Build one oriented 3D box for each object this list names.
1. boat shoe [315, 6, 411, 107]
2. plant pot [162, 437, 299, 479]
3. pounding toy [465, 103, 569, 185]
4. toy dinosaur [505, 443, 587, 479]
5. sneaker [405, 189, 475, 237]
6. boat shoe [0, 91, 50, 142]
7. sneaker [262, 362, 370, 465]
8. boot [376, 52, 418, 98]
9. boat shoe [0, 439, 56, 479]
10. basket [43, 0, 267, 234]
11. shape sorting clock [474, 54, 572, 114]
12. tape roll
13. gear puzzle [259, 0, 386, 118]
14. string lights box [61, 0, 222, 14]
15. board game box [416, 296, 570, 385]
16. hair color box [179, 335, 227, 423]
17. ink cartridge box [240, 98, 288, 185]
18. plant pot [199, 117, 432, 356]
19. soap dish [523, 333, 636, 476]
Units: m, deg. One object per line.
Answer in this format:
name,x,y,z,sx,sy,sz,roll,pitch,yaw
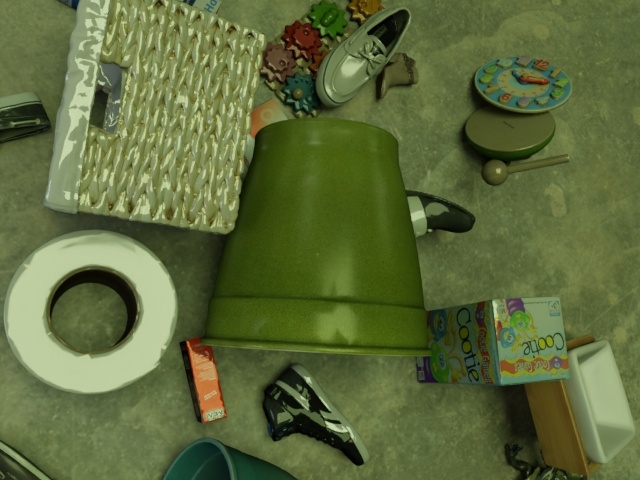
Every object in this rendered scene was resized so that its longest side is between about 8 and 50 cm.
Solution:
boat shoe,0.092,-0.367,1.351,0.267,0.088,0.096,-49,111,-26
plant pot,-0.101,0.472,1.064,0.255,0.272,0.271,25,71,-29
pounding toy,0.407,-0.187,1.451,0.183,0.110,0.236,-9,43,6
toy dinosaur,0.430,0.460,1.367,0.268,0.064,0.118,-9,90,-19
sneaker,0.131,-0.029,1.322,0.331,0.122,0.146,10,82,-6
boat shoe,-0.552,-0.177,1.110,0.219,0.078,0.070,-26,88,-25
sneaker,-0.021,0.337,1.216,0.121,0.079,0.216,-37,86,-20
boot,0.163,-0.341,1.432,0.087,0.042,0.118,10,75,-19
boat shoe,-0.449,0.372,1.037,0.228,0.081,0.068,41,65,-12
basket,-0.265,-0.189,1.055,0.267,0.331,0.328,10,91,-21
shape sorting clock,0.438,-0.342,1.484,0.206,0.040,0.206,0,44,0
tape roll,-0.358,0.116,1.075,0.246,0.169,0.245,4,78,-21
gear puzzle,0.026,-0.399,1.390,0.175,0.044,0.339,47,68,-6
string lights box,-0.328,-0.437,1.245,0.260,0.077,0.133,28,70,-14
board game box,0.299,0.187,1.252,0.145,0.275,0.141,0,80,-21
hair color box,-0.200,0.235,1.164,0.043,0.072,0.141,-12,83,-21
ink cartridge box,-0.100,-0.158,1.296,0.145,0.045,0.179,-36,91,-22
plant pot,0.000,0.000,1.112,0.367,0.366,0.352,5,82,-20
soap dish,0.497,0.307,1.324,0.291,0.118,0.228,3,71,-54
